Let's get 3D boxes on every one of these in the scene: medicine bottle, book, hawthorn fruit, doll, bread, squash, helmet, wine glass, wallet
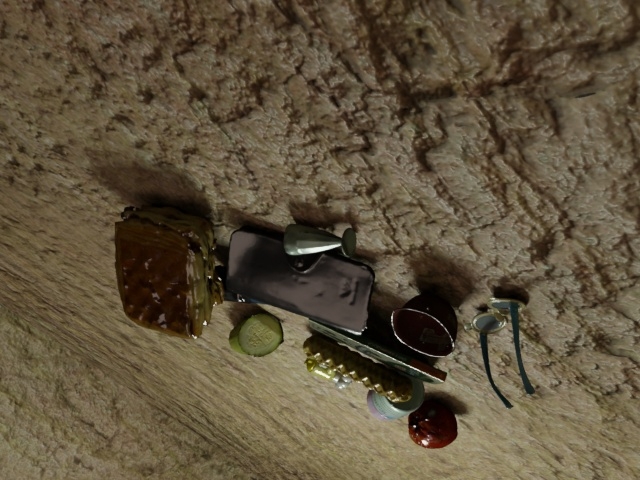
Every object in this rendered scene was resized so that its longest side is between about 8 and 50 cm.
[{"bbox_3d":[0.216,0.453,2.065,0.135,0.135,0.168,27,151,-4],"label":"medicine bottle"},{"bbox_3d":[0.139,0.286,1.863,0.370,0.043,0.260,24,171,4],"label":"book"},{"bbox_3d":[0.351,0.564,2.147,0.171,0.148,0.148,17,156,-26],"label":"hawthorn fruit"},{"bbox_3d":[0.028,0.413,2.217,0.162,0.062,0.106,29,155,-7],"label":"doll"},{"bbox_3d":[0.102,0.358,1.995,0.367,0.077,0.084,21,-176,34],"label":"bread"},{"bbox_3d":[-0.379,0.070,1.808,0.277,0.167,0.325,12,113,25],"label":"bread"},{"bbox_3d":[-0.237,0.307,2.187,0.137,0.137,0.287,36,151,-19],"label":"squash"},{"bbox_3d":[0.247,0.175,1.619,0.155,0.106,0.175,-7,134,45],"label":"helmet"},{"bbox_3d":[0.000,0.000,1.566,0.155,0.073,0.073,2,144,29],"label":"wine glass"},{"bbox_3d":[-0.048,0.093,1.686,0.377,0.051,0.197,18,117,15],"label":"wallet"}]

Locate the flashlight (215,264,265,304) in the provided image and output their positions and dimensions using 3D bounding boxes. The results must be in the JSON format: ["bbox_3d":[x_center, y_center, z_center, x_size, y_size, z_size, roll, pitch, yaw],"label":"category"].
[{"bbox_3d":[-0.110,0.127,1.825,0.423,0.103,0.103,4,145,29],"label":"flashlight"}]

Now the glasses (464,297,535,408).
[{"bbox_3d":[0.414,0.240,1.530,0.088,0.221,0.190,-11,154,-17],"label":"glasses"}]
